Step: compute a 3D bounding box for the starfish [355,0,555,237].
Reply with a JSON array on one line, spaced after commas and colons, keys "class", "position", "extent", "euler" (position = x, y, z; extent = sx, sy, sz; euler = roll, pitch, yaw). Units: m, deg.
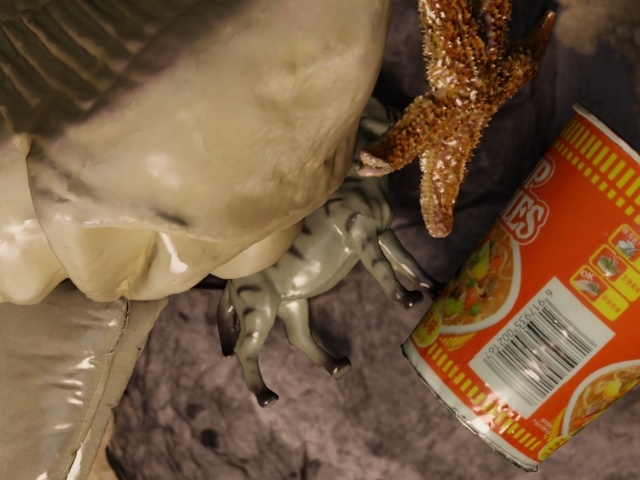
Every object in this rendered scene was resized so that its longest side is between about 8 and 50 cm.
[{"class": "starfish", "position": [0.105, -0.116, 1.131], "extent": [0.043, 0.240, 0.227], "euler": [23, 128, 27]}]

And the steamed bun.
[{"class": "steamed bun", "position": [-0.112, -0.092, 1.104], "extent": [0.352, 0.247, 0.339], "euler": [-48, 43, -6]}]

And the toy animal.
[{"class": "toy animal", "position": [-0.001, -0.001, 1.186], "extent": [0.217, 0.073, 0.176], "euler": [-38, 75, 6]}]

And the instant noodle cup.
[{"class": "instant noodle cup", "position": [0.174, 0.044, 1.129], "extent": [0.193, 0.193, 0.212], "euler": [43, 98, 5]}]

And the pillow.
[{"class": "pillow", "position": [-0.208, 0.099, 1.186], "extent": [0.134, 0.078, 0.181], "euler": [21, 87, 11]}]
